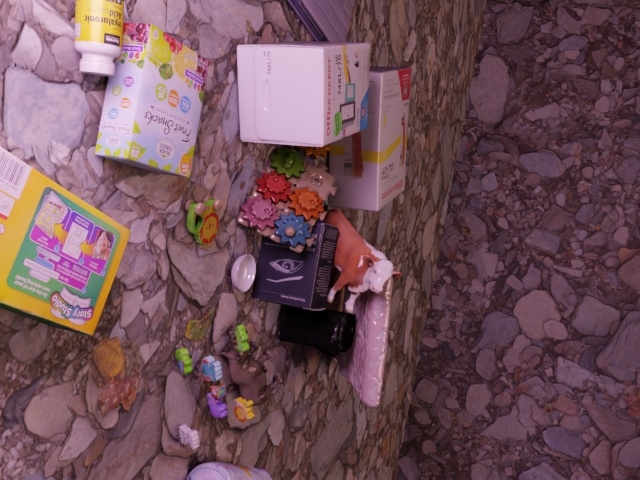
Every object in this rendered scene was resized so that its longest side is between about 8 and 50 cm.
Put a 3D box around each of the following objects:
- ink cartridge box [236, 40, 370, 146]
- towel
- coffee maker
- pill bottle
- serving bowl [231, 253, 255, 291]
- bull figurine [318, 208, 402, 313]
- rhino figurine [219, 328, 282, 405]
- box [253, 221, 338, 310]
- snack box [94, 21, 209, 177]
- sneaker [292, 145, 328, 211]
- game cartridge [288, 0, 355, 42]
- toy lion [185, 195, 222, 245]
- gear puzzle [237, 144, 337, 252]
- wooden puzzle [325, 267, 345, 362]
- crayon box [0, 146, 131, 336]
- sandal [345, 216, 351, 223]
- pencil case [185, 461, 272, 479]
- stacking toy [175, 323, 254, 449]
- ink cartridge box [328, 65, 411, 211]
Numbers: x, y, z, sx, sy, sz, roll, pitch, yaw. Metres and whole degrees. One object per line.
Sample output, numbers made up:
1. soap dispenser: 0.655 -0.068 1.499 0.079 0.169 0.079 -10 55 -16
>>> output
1. ink cartridge box: -0.030 -0.326 1.410 0.270 0.197 0.198 -36 131 -60
2. towel: 0.114 0.240 1.748 0.317 0.053 0.332 -166 -100 -77
3. coffee maker: -0.014 0.217 1.676 0.171 0.178 0.120 62 40 -60
4. pill bottle: -0.310 -0.293 0.911 0.065 0.065 0.117 -15 113 -66
5. serving bowl: -0.174 0.070 1.430 0.083 0.027 0.084 8 90 -68
6. bull figurine: 0.068 0.056 1.599 0.101 0.310 0.188 17 118 -39
7. rhino figurine: -0.163 0.286 1.476 0.106 0.073 0.243 -51 142 -33
8. box: -0.058 0.053 1.546 0.108 0.153 0.207 13 87 -69
9. snack box: -0.264 -0.218 1.046 0.174 0.070 0.207 10 90 -69
10. sneaker: -0.023 -0.159 1.649 0.224 0.083 0.098 65 35 -53
11. game cartridge: -0.002 -0.622 1.559 0.355 0.068 0.230 32 65 -66
12. toy lion: -0.227 -0.035 1.264 0.100 0.034 0.096 -23 126 -64
13. gear puzzle: -0.047 -0.137 1.486 0.339 0.175 0.044 -66 -175 -34
14. wooden puzzle: 0.065 0.201 2.012 0.322 0.080 0.348 63 36 -56
15. crayon box: -0.377 0.009 0.838 0.278 0.081 0.166 50 53 -62
16. sandal: 0.000 0.000 1.775 0.219 0.060 0.090 -41 139 -31
17. pencil case: -0.197 0.563 1.446 0.124 0.113 0.273 -70 156 -13
18. stacking toy: -0.218 0.298 1.332 0.167 0.052 0.221 -17 109 -47
19. ink cartridge box: 0.145 -0.304 1.897 0.279 0.160 0.385 -36 130 -61
